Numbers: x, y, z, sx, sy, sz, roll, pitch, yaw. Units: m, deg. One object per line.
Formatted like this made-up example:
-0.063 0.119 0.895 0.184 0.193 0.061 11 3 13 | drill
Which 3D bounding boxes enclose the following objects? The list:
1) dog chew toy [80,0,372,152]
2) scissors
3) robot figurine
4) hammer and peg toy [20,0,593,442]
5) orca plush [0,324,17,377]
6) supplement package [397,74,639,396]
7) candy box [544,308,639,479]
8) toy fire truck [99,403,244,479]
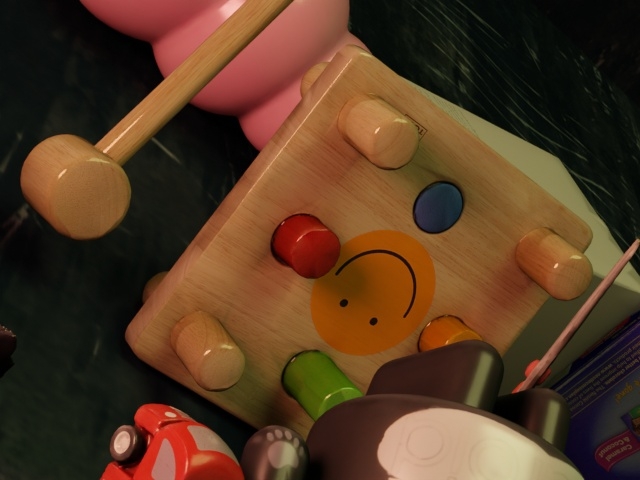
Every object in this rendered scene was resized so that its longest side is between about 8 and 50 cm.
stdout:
-0.071 -0.202 1.537 0.332 0.206 0.206 51 19 -14 | dog chew toy
0.147 0.102 1.288 0.021 0.297 0.109 39 23 13 | scissors
0.050 0.196 1.003 0.209 0.173 0.278 15 61 7 | robot figurine
0.000 0.000 1.216 0.361 0.266 0.127 36 5 -32 | hammer and peg toy
-0.285 -0.020 0.984 0.287 0.102 0.151 59 -24 1 | orca plush
0.113 0.010 1.539 0.293 0.175 0.177 21 33 -51 | supplement package
0.382 0.184 1.637 0.317 0.268 0.122 48 24 -3 | candy box
-0.084 0.189 0.889 0.047 0.192 0.135 30 -1 -43 | toy fire truck
